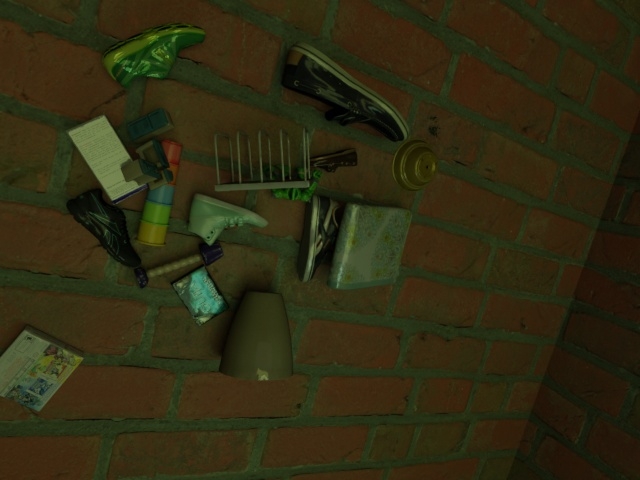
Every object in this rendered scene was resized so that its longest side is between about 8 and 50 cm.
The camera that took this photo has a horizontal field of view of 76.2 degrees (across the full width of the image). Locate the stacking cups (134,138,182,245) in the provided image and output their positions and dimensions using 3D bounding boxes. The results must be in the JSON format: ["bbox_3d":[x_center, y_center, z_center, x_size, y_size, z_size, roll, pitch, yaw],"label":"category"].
[{"bbox_3d":[-0.492,-0.146,1.240,0.095,0.096,0.317,9,97,-27],"label":"stacking cups"}]

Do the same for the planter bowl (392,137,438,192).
[{"bbox_3d":[0.399,-0.294,1.621,0.216,0.090,0.218,-7,106,-23],"label":"planter bowl"}]

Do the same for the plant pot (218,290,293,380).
[{"bbox_3d":[-0.212,0.317,1.425,0.256,0.256,0.275,7,84,-27],"label":"plant pot"}]

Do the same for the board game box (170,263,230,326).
[{"bbox_3d":[-0.409,0.189,1.400,0.126,0.026,0.186,-32,115,-15],"label":"board game box"}]

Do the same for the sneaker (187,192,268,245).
[{"bbox_3d":[-0.308,-0.047,1.346,0.255,0.094,0.151,17,90,-18],"label":"sneaker"}]

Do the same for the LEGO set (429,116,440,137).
[{"bbox_3d":[0.458,-0.456,1.648,0.054,0.023,0.083,2,89,-28],"label":"LEGO set"}]

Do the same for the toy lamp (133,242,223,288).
[{"bbox_3d":[-0.452,0.073,1.320,0.274,0.080,0.080,-21,111,-20],"label":"toy lamp"}]

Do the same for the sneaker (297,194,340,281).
[{"bbox_3d":[0.000,0.000,1.488,0.127,0.126,0.322,7,99,-21],"label":"sneaker"}]

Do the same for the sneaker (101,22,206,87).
[{"bbox_3d":[-0.461,-0.529,1.160,0.295,0.109,0.124,-32,136,-16],"label":"sneaker"}]

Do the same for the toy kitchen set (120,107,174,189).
[{"bbox_3d":[-0.470,-0.262,1.115,0.122,0.166,0.207,-23,86,6],"label":"toy kitchen set"}]

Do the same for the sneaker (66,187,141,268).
[{"bbox_3d":[-0.613,-0.031,1.205,0.106,0.101,0.268,-40,117,-14],"label":"sneaker"}]

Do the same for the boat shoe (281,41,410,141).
[{"bbox_3d":[0.088,-0.460,1.385,0.499,0.187,0.156,27,96,-23],"label":"boat shoe"}]

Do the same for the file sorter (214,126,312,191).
[{"bbox_3d":[-0.170,-0.248,1.256,0.277,0.193,0.173,-3,100,3],"label":"file sorter"}]

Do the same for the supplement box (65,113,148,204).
[{"bbox_3d":[-0.596,-0.230,1.154,0.113,0.111,0.220,-32,115,-15],"label":"supplement box"}]

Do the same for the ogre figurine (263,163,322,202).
[{"bbox_3d":[-0.099,-0.196,1.408,0.196,0.096,0.118,4,93,-33],"label":"ogre figurine"}]

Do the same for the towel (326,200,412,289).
[{"bbox_3d":[0.193,0.019,1.555,0.374,0.090,0.321,-1,106,-44],"label":"towel"}]

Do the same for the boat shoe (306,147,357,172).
[{"bbox_3d":[0.045,-0.280,1.466,0.206,0.073,0.073,-16,108,-21],"label":"boat shoe"}]

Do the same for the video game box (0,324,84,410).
[{"bbox_3d":[-0.861,0.384,1.225,0.187,0.048,0.205,42,84,-26],"label":"video game box"}]
